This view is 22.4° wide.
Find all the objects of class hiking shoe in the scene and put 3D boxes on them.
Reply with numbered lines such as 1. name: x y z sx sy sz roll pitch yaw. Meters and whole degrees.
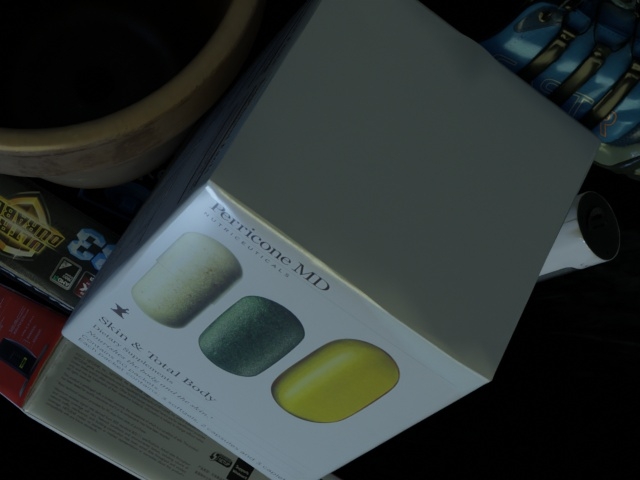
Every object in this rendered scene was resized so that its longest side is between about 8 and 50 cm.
1. hiking shoe: 0.174 -0.117 1.004 0.304 0.113 0.132 1 143 20

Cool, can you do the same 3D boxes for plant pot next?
1. plant pot: -0.155 -0.137 1.025 0.263 0.263 0.229 12 161 6

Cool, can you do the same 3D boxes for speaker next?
1. speaker: 0.158 0.006 1.228 0.136 0.055 0.055 -21 131 40

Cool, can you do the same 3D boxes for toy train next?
1. toy train: -0.106 -0.021 1.280 0.184 0.080 0.105 25 150 -11

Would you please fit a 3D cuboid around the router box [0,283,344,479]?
1. router box: -0.138 0.166 1.419 0.335 0.082 0.301 33 172 -23

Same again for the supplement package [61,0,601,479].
1. supplement package: 0.000 0.000 1.026 0.199 0.198 0.263 36 147 -10

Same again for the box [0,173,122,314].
1. box: -0.177 0.027 1.257 0.295 0.073 0.293 32 175 -21
